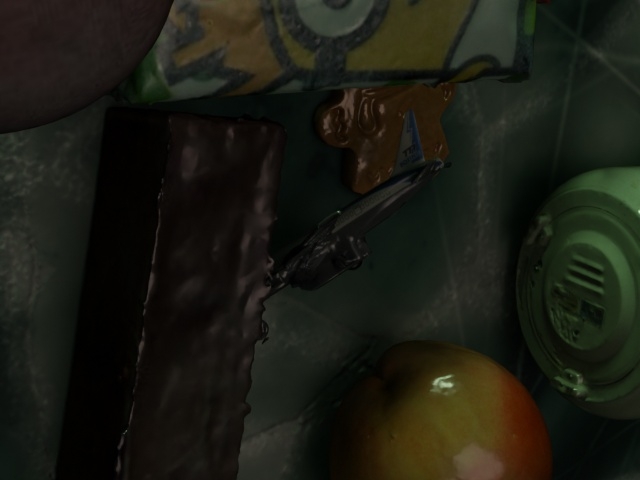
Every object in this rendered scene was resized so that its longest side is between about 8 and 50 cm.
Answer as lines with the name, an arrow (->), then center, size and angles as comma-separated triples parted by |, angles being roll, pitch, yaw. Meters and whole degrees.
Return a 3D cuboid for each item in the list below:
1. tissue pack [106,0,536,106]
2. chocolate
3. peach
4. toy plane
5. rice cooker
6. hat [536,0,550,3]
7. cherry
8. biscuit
tissue pack -> -0.004, -0.214, 0.960 | 0.311, 0.128, 0.228 | -7, 108, -28
chocolate -> -0.113, 0.066, 0.990 | 0.112, 0.112, 0.321 | 1, 101, -38
peach -> 0.092, 0.168, 1.132 | 0.184, 0.184, 0.184 | -11, 109, -34
toy plane -> 0.003, 0.002, 1.046 | 0.226, 0.058, 0.226 | -44, 172, 10
rice cooker -> 0.305, 0.044, 1.224 | 0.244, 0.226, 0.226 | -6, 106, -38
hat -> 0.187, -0.315, 1.101 | 0.236, 0.107, 0.286 | 21, 85, -22
cherry -> -0.195, -0.169, 0.751 | 0.239, 0.239, 0.206 | 23, 68, -38
biscuit -> 0.053, -0.122, 1.110 | 0.133, 0.027, 0.184 | -10, 109, -33
